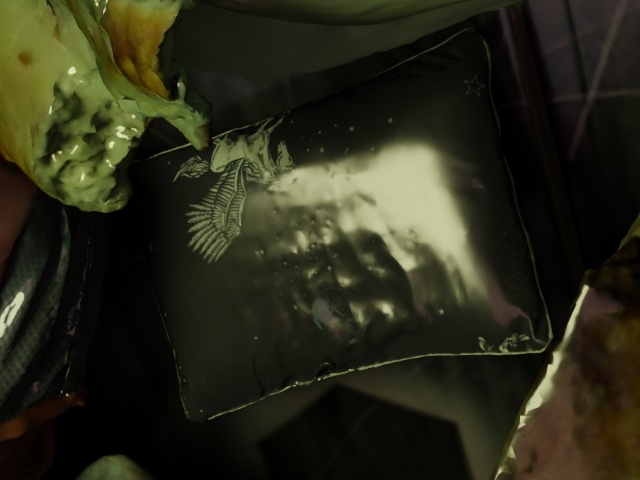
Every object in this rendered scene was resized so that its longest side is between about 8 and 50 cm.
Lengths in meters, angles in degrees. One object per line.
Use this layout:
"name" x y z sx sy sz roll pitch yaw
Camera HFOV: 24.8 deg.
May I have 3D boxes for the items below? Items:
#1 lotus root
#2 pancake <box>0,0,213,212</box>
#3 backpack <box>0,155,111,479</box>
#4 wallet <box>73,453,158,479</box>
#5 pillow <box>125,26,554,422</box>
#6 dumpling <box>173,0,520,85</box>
"lotus root" 0.149 0.126 0.654 0.142 0.210 0.314 24 137 14
"pancake" -0.154 -0.206 0.495 0.067 0.305 0.427 -22 110 -22
"backpack" -0.255 0.079 0.712 0.283 0.197 0.317 12 111 6
"wallet" -0.116 0.262 0.812 0.252 0.083 0.360 49 138 -1
"pillow" 0.000 0.000 0.664 0.208 0.055 0.141 -16 88 33
"dumpling" 0.056 -0.190 0.477 0.270 0.320 0.212 -22 95 -18
